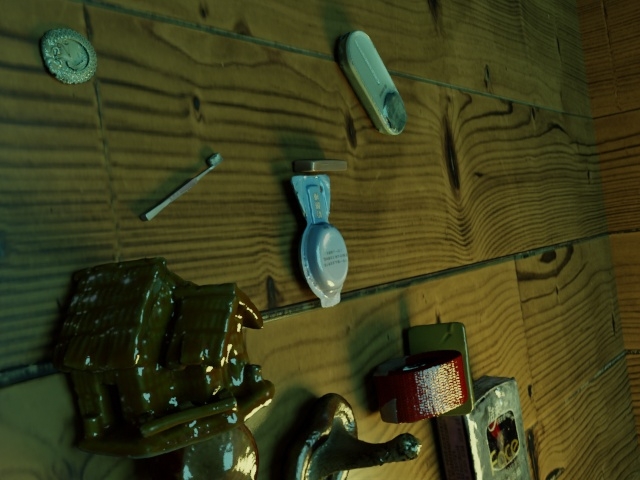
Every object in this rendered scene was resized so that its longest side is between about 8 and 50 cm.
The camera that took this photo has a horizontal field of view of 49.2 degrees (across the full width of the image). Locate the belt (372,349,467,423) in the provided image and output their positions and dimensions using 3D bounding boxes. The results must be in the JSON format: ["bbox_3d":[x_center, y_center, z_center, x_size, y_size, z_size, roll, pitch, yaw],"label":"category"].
[{"bbox_3d":[0.202,0.299,1.402,0.201,0.128,0.124,-10,92,-28],"label":"belt"}]

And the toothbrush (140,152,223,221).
[{"bbox_3d":[-0.204,-0.083,1.058,0.194,0.014,0.017,-51,123,-44],"label":"toothbrush"}]

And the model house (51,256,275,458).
[{"bbox_3d":[-0.198,0.132,0.888,0.219,0.200,0.229,-39,118,-62],"label":"model house"}]

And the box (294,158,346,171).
[{"bbox_3d":[0.001,-0.141,1.311,0.115,0.048,0.025,-10,98,-53],"label":"box"}]

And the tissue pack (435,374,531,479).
[{"bbox_3d":[0.387,0.520,1.634,0.259,0.122,0.361,-13,96,-50],"label":"tissue pack"}]

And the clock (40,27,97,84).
[{"bbox_3d":[-0.331,-0.244,0.926,0.083,0.010,0.074,-26,104,-52],"label":"clock"}]

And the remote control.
[{"bbox_3d":[0.112,-0.330,1.489,0.247,0.052,0.104,56,45,-31],"label":"remote control"}]

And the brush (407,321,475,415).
[{"bbox_3d":[0.261,0.274,1.507,0.059,0.123,0.197,0,84,-73],"label":"brush"}]

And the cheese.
[{"bbox_3d":[0.000,0.000,1.280,0.135,0.052,0.244,-10,90,-56],"label":"cheese"}]

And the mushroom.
[{"bbox_3d":[0.056,0.353,1.148,0.148,0.218,0.227,57,44,-31],"label":"mushroom"}]

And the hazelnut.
[{"bbox_3d":[-0.159,0.292,0.949,0.154,0.143,0.143,8,76,-29],"label":"hazelnut"}]
